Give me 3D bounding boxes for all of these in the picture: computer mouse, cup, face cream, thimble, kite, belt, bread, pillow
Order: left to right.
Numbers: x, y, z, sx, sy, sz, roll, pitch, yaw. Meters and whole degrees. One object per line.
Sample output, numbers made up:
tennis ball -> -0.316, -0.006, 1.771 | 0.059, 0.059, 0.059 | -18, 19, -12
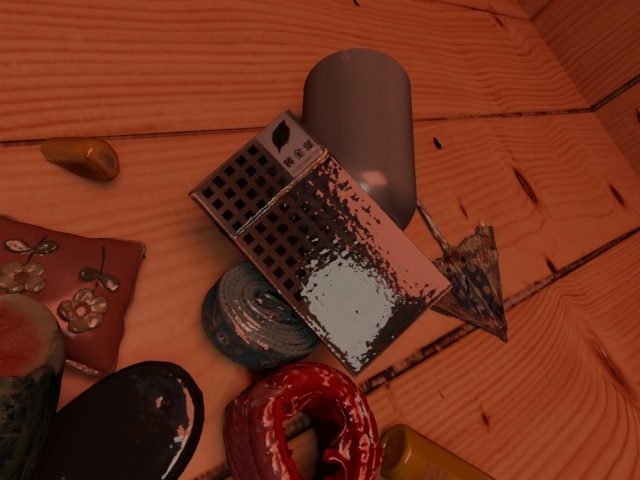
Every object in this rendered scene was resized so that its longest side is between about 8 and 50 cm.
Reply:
pillow -> -0.306, 0.057, 0.479 | 0.179, 0.075, 0.171 | 15, 58, -23
computer mouse -> -0.233, 0.237, 0.416 | 0.137, 0.086, 0.270 | 43, 65, 11
bread -> -0.327, -0.115, 0.584 | 0.049, 0.103, 0.062 | -68, 150, -26
belt -> -0.079, 0.108, 0.589 | 0.163, 0.082, 0.148 | 48, 40, 4
thimble -> -0.019, 0.250, 0.521 | 0.163, 0.125, 0.189 | -24, 79, -40
cup -> 0.061, -0.152, 0.743 | 0.206, 0.205, 0.311 | 17, 59, -23
kite -> 0.293, 0.054, 0.893 | 0.406, 0.014, 0.368 | -25, 80, -39
face cream -> 0.211, 0.370, 0.627 | 0.274, 0.078, 0.078 | 34, 52, -11

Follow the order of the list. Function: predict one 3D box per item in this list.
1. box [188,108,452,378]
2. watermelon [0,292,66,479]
box -> -0.001, 0.000, 0.569 | 0.180, 0.047, 0.325 | -42, 86, -6
watermelon -> -0.295, 0.150, 0.277 | 0.180, 0.305, 0.223 | 36, 87, -28
